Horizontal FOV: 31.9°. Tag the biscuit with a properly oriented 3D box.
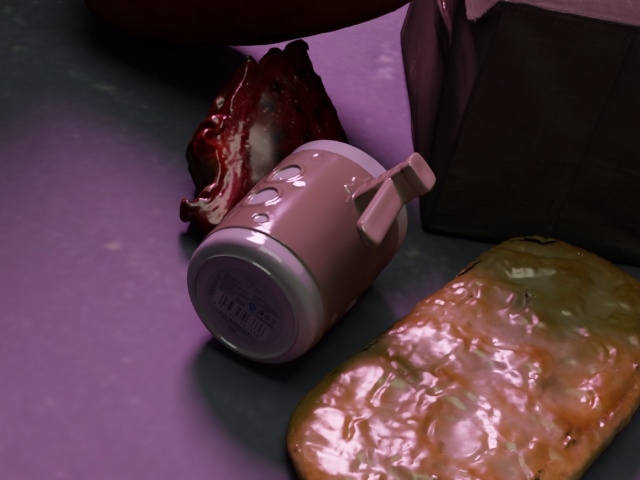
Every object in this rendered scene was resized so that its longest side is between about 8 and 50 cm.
[{"bbox_3d":[0.086,0.063,0.530,0.118,0.029,0.247,33,42,23],"label":"biscuit"}]

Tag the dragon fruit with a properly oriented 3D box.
[{"bbox_3d":[-0.036,-0.059,0.612,0.097,0.063,0.131,33,42,23],"label":"dragon fruit"}]

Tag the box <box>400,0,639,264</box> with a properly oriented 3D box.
[{"bbox_3d":[0.138,-0.122,0.675,0.155,0.149,0.231,8,39,-8],"label":"box"}]

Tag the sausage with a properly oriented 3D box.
[{"bbox_3d":[-0.040,-0.177,0.663,0.258,0.133,0.133,0,28,35],"label":"sausage"}]

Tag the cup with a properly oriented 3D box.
[{"bbox_3d":[0.001,0.007,0.527,0.102,0.074,0.099,3,32,32],"label":"cup"}]
